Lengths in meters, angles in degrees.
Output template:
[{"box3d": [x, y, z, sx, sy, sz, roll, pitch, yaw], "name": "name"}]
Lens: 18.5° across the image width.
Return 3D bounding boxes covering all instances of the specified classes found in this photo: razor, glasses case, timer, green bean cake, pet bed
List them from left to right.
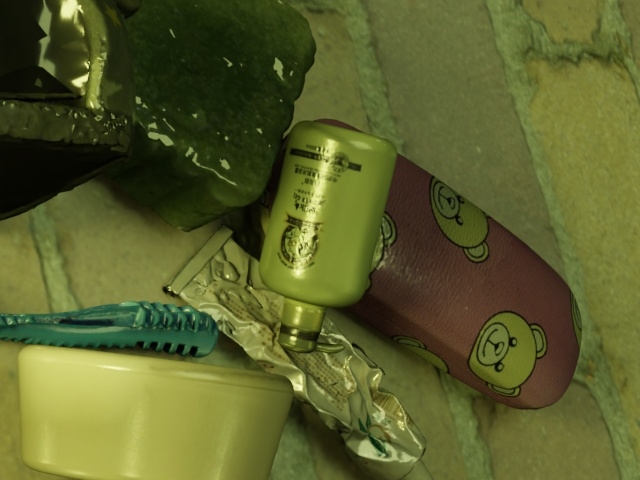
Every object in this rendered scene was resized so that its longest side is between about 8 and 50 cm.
[{"box3d": [-0.226, -0.107, 1.190, 0.183, 0.211, 0.159, 4, 72, -39], "name": "pet bed"}, {"box3d": [-0.171, 0.051, 1.298, 0.253, 0.042, 0.082, 9, 25, -42], "name": "razor"}, {"box3d": [-0.117, 0.206, 1.229, 0.175, 0.175, 0.266, 11, 84, -40], "name": "timer"}, {"box3d": [-0.111, -0.124, 1.391, 0.185, 0.094, 0.183, 39, 50, -25], "name": "green bean cake"}, {"box3d": [0.084, 0.022, 1.522, 0.316, 0.076, 0.123, 33, 58, -27], "name": "glasses case"}]

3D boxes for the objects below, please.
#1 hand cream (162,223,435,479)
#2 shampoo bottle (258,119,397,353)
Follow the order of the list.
[{"box3d": [-0.003, 0.098, 1.433, 0.257, 0.050, 0.084, 48, 49, -13], "name": "hand cream"}, {"box3d": [0.000, 0.000, 1.389, 0.079, 0.079, 0.162, 12, 93, -40], "name": "shampoo bottle"}]
